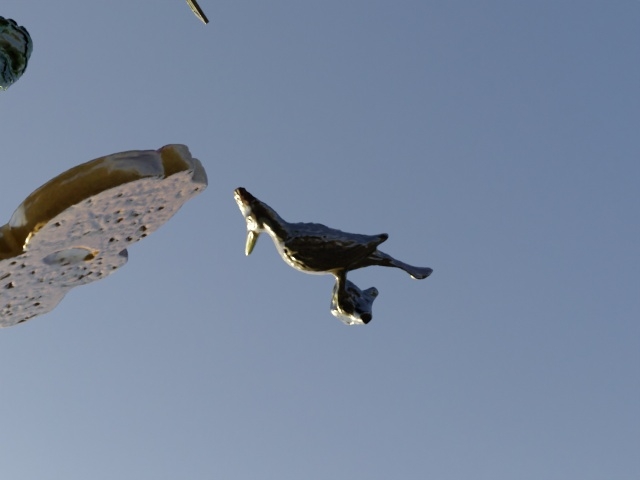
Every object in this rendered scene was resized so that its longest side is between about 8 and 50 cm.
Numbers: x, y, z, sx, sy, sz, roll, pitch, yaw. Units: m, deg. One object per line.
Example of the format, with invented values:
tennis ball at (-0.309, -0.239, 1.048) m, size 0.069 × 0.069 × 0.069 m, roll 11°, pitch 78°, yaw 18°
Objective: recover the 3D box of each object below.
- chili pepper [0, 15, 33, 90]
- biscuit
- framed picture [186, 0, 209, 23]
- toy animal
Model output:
chili pepper at (-0.326, -0.110, 0.891) m, size 0.098 × 0.224 × 0.061 m, roll 16°, pitch -40°, yaw 13°
biscuit at (-0.183, -0.003, 0.747) m, size 0.225 × 0.166 × 0.036 m, roll -36°, pitch -108°, yaw 27°
framed picture at (-0.151, -0.275, 1.140) m, size 0.007 × 0.066 × 0.089 m, roll -35°, pitch -63°, yaw -2°
toy animal at (-0.001, 0.010, 1.028) m, size 0.202 × 0.070 × 0.105 m, roll 33°, pitch -71°, yaw -3°
